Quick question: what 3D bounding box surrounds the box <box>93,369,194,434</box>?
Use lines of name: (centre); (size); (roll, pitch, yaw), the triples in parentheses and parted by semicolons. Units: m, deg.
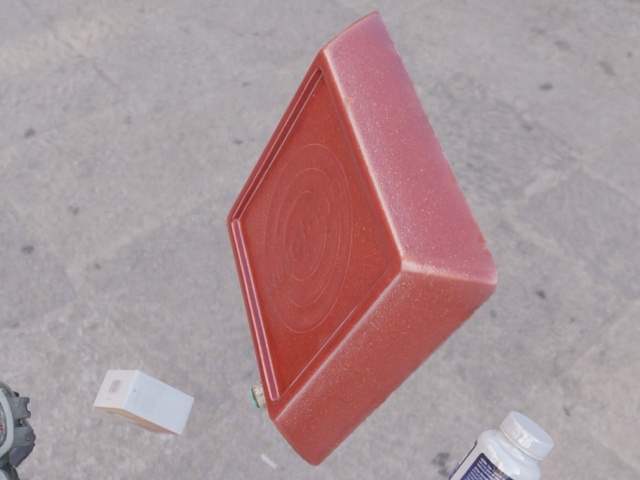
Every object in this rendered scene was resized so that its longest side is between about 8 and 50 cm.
box: (-0.399, 0.367, 1.753); (0.130, 0.170, 0.091); (-10, 53, 45)

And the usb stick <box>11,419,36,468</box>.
usb stick: (-0.401, 0.166, 0.867); (0.045, 0.278, 0.077); (11, 45, 25)

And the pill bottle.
pill bottle: (0.233, 0.315, 1.034); (0.094, 0.169, 0.094); (32, 13, -8)

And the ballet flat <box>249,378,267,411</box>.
ballet flat: (-0.075, 0.283, 1.439); (0.067, 0.206, 0.073); (-20, 82, 4)

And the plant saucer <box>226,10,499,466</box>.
plant saucer: (0.000, 0.000, 0.586); (0.047, 0.258, 0.259); (5, 50, -30)

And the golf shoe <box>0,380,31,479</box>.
golf shoe: (-0.241, 0.215, 0.458); (0.120, 0.105, 0.273); (1, 81, -39)
